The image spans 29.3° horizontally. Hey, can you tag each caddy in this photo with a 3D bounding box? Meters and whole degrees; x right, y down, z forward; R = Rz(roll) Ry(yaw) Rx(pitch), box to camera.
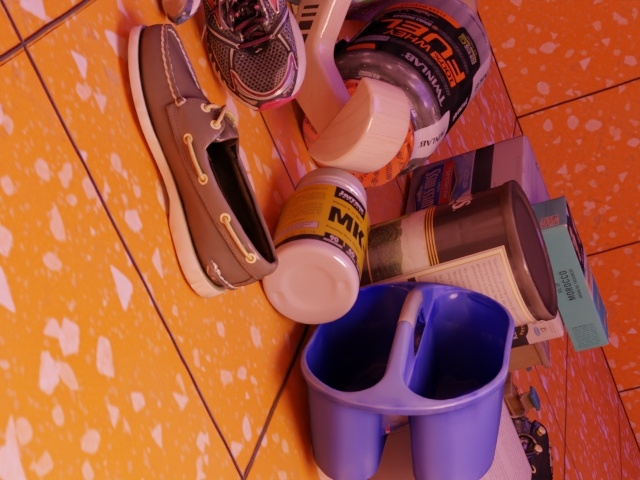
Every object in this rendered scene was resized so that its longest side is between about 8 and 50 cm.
[{"bbox_3d":[0.109,0.153,1.482,0.341,0.241,0.179,-61,151,-65],"label":"caddy"}]

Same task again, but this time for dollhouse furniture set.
[{"bbox_3d":[0.402,0.248,2.425,0.183,0.129,0.129,61,22,-28],"label":"dollhouse furniture set"}]

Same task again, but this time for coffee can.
[{"bbox_3d":[0.173,0.050,1.735,0.201,0.275,0.201,-17,90,-71],"label":"coffee can"}]

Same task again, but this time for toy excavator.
[{"bbox_3d":[0.000,-0.354,1.654,0.222,0.433,0.445,7,105,-47],"label":"toy excavator"}]

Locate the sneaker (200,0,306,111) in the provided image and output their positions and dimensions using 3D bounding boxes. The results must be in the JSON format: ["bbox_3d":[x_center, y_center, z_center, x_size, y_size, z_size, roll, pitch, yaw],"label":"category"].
[{"bbox_3d":[-0.104,-0.301,1.484,0.112,0.121,0.299,31,42,-84],"label":"sneaker"}]

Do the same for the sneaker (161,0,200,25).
[{"bbox_3d":[-0.180,-0.310,1.425,0.058,0.052,0.135,29,39,-50],"label":"sneaker"}]

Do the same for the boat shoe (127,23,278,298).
[{"bbox_3d":[-0.126,-0.095,1.311,0.109,0.091,0.305,-10,83,-71],"label":"boat shoe"}]

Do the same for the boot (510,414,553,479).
[{"bbox_3d":[0.324,0.414,2.052,0.284,0.138,0.377,-84,154,-47],"label":"boot"}]

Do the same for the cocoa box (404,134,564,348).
[{"bbox_3d":[0.287,0.012,2.154,0.347,0.228,0.231,-74,143,-57],"label":"cocoa box"}]

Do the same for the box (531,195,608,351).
[{"bbox_3d":[0.415,0.056,2.029,0.100,0.060,0.244,-73,143,-57],"label":"box"}]

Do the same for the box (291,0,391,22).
[{"bbox_3d":[0.030,-0.488,1.958,0.214,0.117,0.242,-8,81,-55],"label":"box"}]

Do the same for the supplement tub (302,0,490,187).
[{"bbox_3d":[0.116,-0.230,1.858,0.338,0.207,0.207,-53,125,-49],"label":"supplement tub"}]

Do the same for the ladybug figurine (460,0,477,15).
[{"bbox_3d":[0.154,-0.494,2.229,0.305,0.162,0.449,55,0,22],"label":"ladybug figurine"}]

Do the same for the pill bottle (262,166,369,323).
[{"bbox_3d":[0.000,0.000,1.540,0.208,0.119,0.119,-77,145,-56],"label":"pill bottle"}]

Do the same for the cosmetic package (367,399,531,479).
[{"bbox_3d":[0.161,0.362,1.609,0.453,0.162,0.230,-65,135,-63],"label":"cosmetic package"}]

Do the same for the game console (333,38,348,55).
[{"bbox_3d":[0.105,-0.211,2.126,0.361,0.044,0.213,14,61,-69],"label":"game console"}]
